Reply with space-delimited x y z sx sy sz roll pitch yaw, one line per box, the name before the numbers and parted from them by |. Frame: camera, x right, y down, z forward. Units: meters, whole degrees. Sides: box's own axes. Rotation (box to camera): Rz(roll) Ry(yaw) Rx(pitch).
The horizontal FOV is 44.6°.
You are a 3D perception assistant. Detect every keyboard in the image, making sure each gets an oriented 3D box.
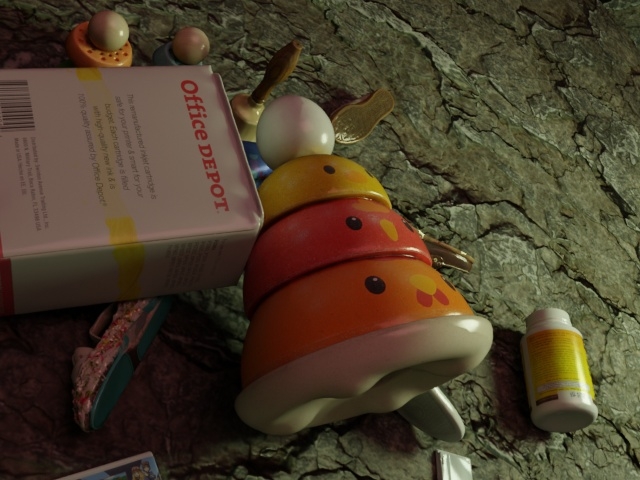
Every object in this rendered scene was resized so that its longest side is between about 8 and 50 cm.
keyboard | 0.214 0.448 1.193 0.072 0.014 0.255 26 46 -28

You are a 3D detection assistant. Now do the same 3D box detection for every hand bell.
hand bell | -0.099 -0.247 1.302 0.126 0.242 0.126 21 48 -25

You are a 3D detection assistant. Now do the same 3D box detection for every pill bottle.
pill bottle | 0.436 0.237 1.448 0.117 0.117 0.214 22 48 -24

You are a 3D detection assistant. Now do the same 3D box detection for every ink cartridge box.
ink cartridge box | -0.300 -0.069 0.998 0.385 0.160 0.279 -6 60 -22

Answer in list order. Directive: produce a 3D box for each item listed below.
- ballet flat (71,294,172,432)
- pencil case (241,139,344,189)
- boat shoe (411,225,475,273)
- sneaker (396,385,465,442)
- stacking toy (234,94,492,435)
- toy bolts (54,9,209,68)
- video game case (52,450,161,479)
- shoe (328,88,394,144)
ballet flat | -0.270 0.143 1.006 0.077 0.091 0.241 13 40 9
pencil case | -0.083 -0.093 1.292 0.306 0.119 0.133 6 100 -36
boat shoe | 0.193 0.025 1.461 0.207 0.073 0.073 23 85 -19
sneaker | 0.150 0.182 1.271 0.295 0.104 0.147 47 47 7
stacking toy | 0.000 0.000 1.093 0.351 0.351 0.479 -1 64 -39
toy bolts | -0.269 -0.254 1.234 0.229 0.158 0.218 -20 72 -45
video game case | -0.255 0.354 0.886 0.201 0.023 0.183 -7 64 -40
shoe | 0.072 -0.244 1.579 0.219 0.058 0.076 -37 105 -44
